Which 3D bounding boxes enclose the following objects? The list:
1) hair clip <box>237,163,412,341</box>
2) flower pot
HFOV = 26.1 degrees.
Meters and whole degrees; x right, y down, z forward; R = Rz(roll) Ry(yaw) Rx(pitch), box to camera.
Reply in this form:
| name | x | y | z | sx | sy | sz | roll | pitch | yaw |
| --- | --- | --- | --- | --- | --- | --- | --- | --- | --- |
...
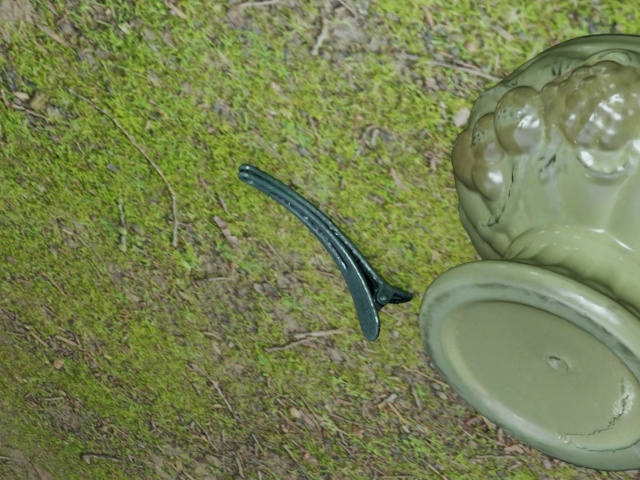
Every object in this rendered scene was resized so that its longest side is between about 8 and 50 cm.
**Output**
| name | x | y | z | sx | sy | sz | roll | pitch | yaw |
| --- | --- | --- | --- | --- | --- | --- | --- | --- | --- |
| hair clip | 0.000 | 0.000 | 1.449 | 0.229 | 0.070 | 0.039 | 47 | 152 | -6 |
| flower pot | 0.220 | 0.016 | 1.062 | 0.307 | 0.244 | 0.307 | 24 | 147 | 17 |
